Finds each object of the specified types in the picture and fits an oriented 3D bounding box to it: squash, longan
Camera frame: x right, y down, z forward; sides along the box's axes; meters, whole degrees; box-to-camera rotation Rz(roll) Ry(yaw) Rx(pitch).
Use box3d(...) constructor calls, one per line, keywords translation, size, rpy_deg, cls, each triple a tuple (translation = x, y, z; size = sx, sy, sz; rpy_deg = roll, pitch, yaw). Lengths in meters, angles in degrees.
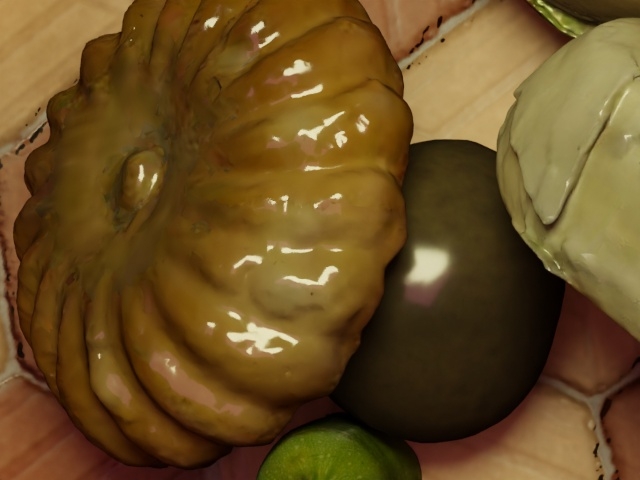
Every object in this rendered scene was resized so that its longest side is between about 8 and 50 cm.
box3d(translation=(0.002, 0.150, 1.158), size=(0.095, 0.188, 0.095), rpy_deg=(-1, 85, 10), cls="squash")
box3d(translation=(0.067, 0.030, 1.181), size=(0.189, 0.189, 0.189), rpy_deg=(-1, 83, 9), cls="longan")

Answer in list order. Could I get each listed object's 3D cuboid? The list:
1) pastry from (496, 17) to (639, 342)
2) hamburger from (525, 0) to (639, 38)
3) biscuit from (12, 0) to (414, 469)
box3d(translation=(0.218, -0.019, 1.081), size=(0.265, 0.265, 0.133), rpy_deg=(44, 110, 11), cls="pastry")
box3d(translation=(0.210, -0.260, 1.180), size=(0.300, 0.176, 0.300), rpy_deg=(-1, 87, 14), cls="hamburger")
box3d(translation=(-0.083, -0.024, 1.162), size=(0.325, 0.107, 0.326), rpy_deg=(-19, 63, 43), cls="biscuit")
